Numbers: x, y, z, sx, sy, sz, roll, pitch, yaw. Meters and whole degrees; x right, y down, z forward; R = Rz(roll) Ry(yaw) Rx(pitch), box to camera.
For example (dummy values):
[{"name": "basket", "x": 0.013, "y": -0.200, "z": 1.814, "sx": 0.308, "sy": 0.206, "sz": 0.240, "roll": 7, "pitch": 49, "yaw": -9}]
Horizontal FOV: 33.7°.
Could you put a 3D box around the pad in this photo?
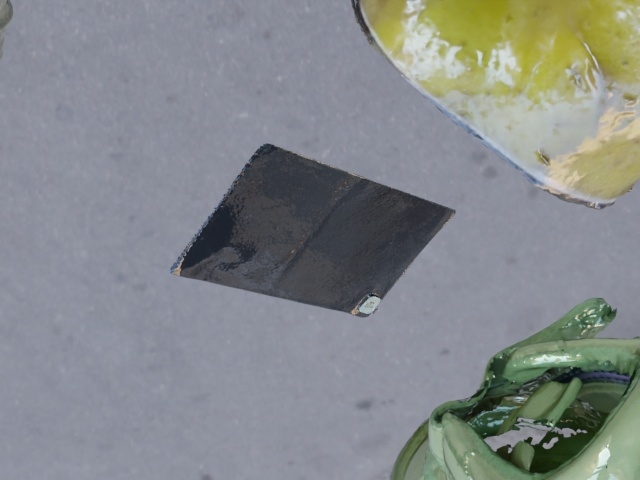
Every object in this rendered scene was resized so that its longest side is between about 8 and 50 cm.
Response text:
[{"name": "pad", "x": 0.000, "y": 0.000, "z": 0.733, "sx": 0.193, "sy": 0.004, "sz": 0.116, "roll": 17, "pitch": 121, "yaw": -42}]

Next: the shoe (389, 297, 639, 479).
[{"name": "shoe", "x": 0.126, "y": 0.110, "z": 0.554, "sx": 0.140, "sy": 0.262, "sz": 0.128, "roll": -28, "pitch": 103, "yaw": -23}]

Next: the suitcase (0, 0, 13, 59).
[{"name": "suitcase", "x": -0.454, "y": -0.213, "z": 0.798, "sx": 0.351, "sy": 0.339, "sz": 0.194, "roll": -31, "pitch": 155, "yaw": -47}]

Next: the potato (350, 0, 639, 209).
[{"name": "potato", "x": 0.281, "y": -0.246, "z": 1.097, "sx": 0.397, "sy": 0.290, "sz": 0.296, "roll": 42, "pitch": 124, "yaw": -5}]
